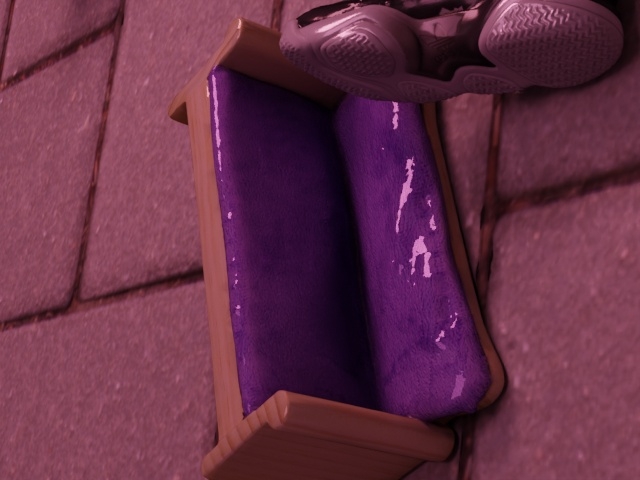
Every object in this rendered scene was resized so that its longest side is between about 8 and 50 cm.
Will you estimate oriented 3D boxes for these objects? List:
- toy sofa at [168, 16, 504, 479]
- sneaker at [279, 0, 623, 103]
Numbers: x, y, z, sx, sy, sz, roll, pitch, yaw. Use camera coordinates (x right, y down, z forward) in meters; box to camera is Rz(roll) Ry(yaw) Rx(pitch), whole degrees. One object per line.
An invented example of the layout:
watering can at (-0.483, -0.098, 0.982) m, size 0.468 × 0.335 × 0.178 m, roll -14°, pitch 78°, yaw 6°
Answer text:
toy sofa at (0.000, 0.000, 1.189) m, size 0.177 × 0.150 × 0.362 m, roll -43°, pitch 43°, yaw 40°
sneaker at (0.100, -0.188, 1.142) m, size 0.268 × 0.101 × 0.153 m, roll 0°, pitch 68°, yaw 34°
